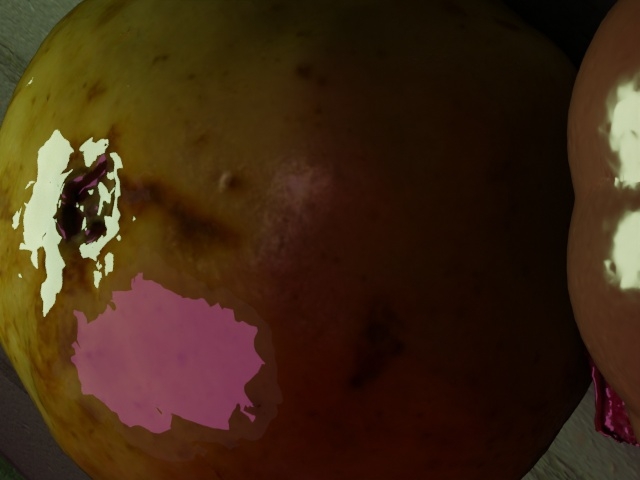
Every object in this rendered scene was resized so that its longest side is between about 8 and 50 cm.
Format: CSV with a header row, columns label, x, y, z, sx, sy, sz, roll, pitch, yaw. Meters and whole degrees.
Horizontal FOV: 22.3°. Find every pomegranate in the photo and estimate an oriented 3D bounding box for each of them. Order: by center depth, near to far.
label,x,y,z,sx,sy,sz,roll,pitch,yaw
pomegranate,0.000,0.000,0.991,0.410,0.410,0.410,40,153,26

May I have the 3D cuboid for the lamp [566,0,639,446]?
label,x,y,z,sx,sy,sz,roll,pitch,yaw
lamp,0.215,-0.011,0.613,0.240,0.305,0.305,-9,116,55

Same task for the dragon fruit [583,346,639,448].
label,x,y,z,sx,sy,sz,roll,pitch,yaw
dragon fruit,0.274,0.044,0.819,0.274,0.126,0.161,14,126,41
